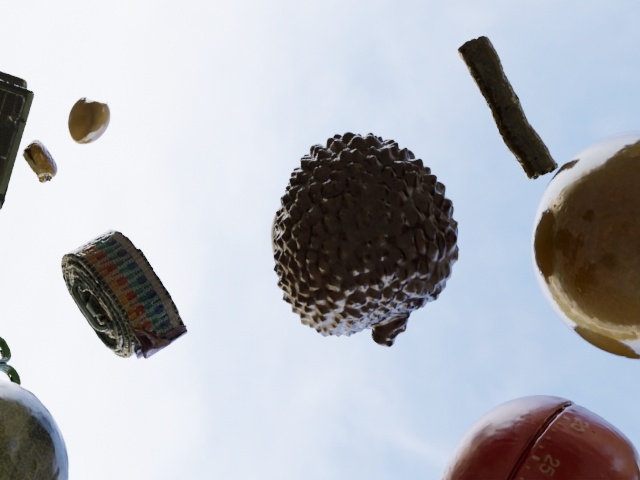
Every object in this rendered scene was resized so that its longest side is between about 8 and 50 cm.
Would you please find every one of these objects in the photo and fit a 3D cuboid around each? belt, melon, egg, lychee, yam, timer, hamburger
[{"bbox_3d":[-0.446,0.133,2.137,0.295,0.160,0.207,57,-34,3],"label":"belt"},{"bbox_3d":[-0.427,0.309,1.138,0.248,0.248,0.329,-51,-165,34],"label":"melon"},{"bbox_3d":[-0.457,-0.235,1.929,0.080,0.080,0.096,14,-93,50],"label":"egg"},{"bbox_3d":[0.409,0.002,1.240,0.351,0.282,0.283,-79,-167,-67],"label":"egg"},{"bbox_3d":[0.063,0.002,1.492,0.306,0.306,0.330,-24,-96,46],"label":"lychee"},{"bbox_3d":[0.302,-0.213,1.590,0.061,0.061,0.253,-33,-98,44],"label":"yam"},{"bbox_3d":[0.332,0.431,1.543,0.279,0.378,0.378,24,-74,28],"label":"timer"},{"bbox_3d":[-0.548,-0.156,1.919,0.044,0.083,0.076,-31,-151,2],"label":"hamburger"}]

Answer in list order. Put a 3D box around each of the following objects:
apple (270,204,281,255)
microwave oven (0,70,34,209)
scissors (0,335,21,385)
[{"bbox_3d":[0.000,0.000,1.933,0.209,0.164,0.210,-1,-101,7],"label":"apple"},{"bbox_3d":[-0.712,-0.179,1.605,0.333,0.394,0.247,-28,-131,58],"label":"microwave oven"},{"bbox_3d":[-0.521,0.185,1.452,0.027,0.204,0.101,-29,-104,13],"label":"scissors"}]
